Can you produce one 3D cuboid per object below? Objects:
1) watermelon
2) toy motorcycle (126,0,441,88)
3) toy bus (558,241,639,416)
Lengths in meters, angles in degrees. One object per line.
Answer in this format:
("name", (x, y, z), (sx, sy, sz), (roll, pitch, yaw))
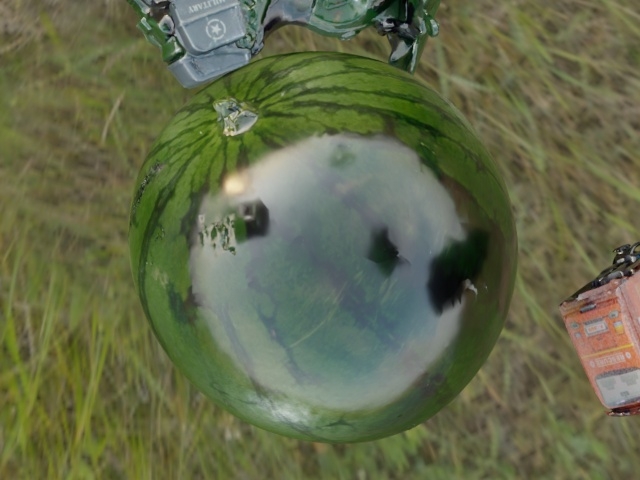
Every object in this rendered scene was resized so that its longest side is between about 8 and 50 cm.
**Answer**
("watermelon", (0.003, 0.003, 1.113), (0.242, 0.242, 0.242), (-1, 104, -4))
("toy motorcycle", (-0.013, -0.195, 1.458), (0.274, 0.125, 0.187), (-22, 92, -15))
("toy bus", (0.245, 0.024, 1.046), (0.235, 0.073, 0.096), (-17, 87, -32))
